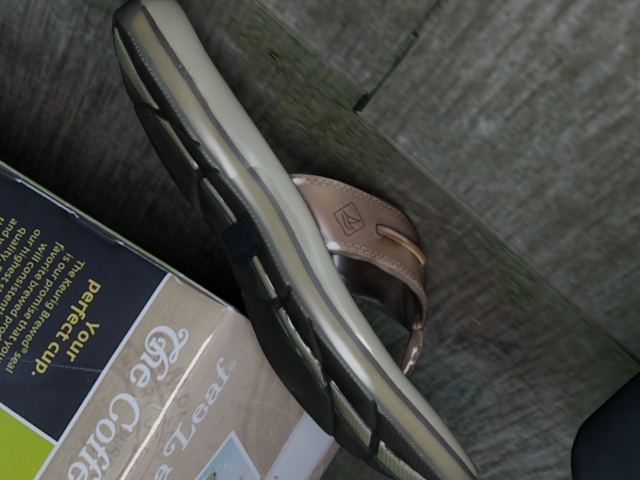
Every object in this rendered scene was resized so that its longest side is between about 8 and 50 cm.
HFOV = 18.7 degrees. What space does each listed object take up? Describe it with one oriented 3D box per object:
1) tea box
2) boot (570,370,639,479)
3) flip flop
[{"bbox_3d":[-0.212,0.125,1.066,0.323,0.329,0.220,31,176,26],"label":"tea box"},{"bbox_3d":[0.209,0.101,0.638,0.246,0.094,0.207,43,146,15],"label":"boot"},{"bbox_3d":[0.000,0.000,0.891,0.277,0.080,0.112,59,162,-2],"label":"flip flop"}]
